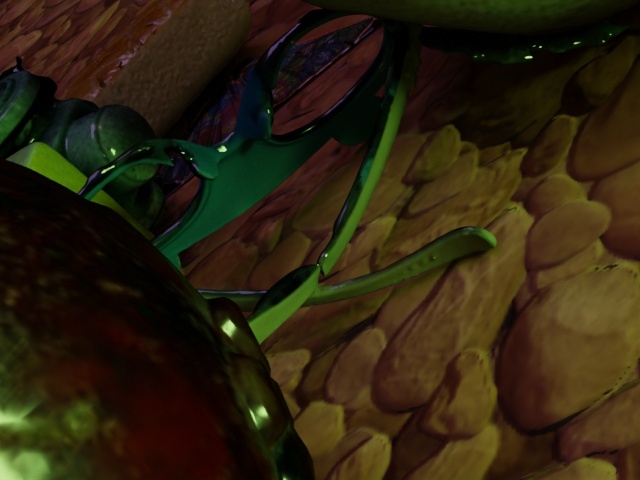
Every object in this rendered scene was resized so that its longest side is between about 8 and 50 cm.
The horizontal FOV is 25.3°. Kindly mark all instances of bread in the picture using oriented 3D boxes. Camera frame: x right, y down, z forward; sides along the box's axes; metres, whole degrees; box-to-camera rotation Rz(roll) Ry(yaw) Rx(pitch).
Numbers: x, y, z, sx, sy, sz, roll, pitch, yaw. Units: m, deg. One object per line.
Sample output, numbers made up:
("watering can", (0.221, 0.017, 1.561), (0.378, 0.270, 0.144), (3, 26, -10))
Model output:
("bread", (-0.140, -0.115, 1.071), (0.188, 0.068, 0.125), (-51, 18, -18))

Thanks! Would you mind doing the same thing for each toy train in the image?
("toy train", (-0.253, 0.044, 0.920), (0.369, 0.150, 0.237), (-26, 35, 35))

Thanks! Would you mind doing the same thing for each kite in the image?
("kite", (-0.048, -0.099, 0.990), (0.241, 0.014, 0.183), (-35, 27, 13))

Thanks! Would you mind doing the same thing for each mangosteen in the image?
("mangosteen", (-0.151, 0.109, 0.468), (0.311, 0.311, 0.311), (-33, 26, 19))

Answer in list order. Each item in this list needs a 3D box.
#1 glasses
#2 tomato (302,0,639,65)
("glasses", (-0.018, -0.028, 0.714), (0.239, 0.102, 0.207), (-38, 26, -10))
("tomato", (0.081, -0.227, 0.689), (0.303, 0.303, 0.239), (-28, 53, 28))
